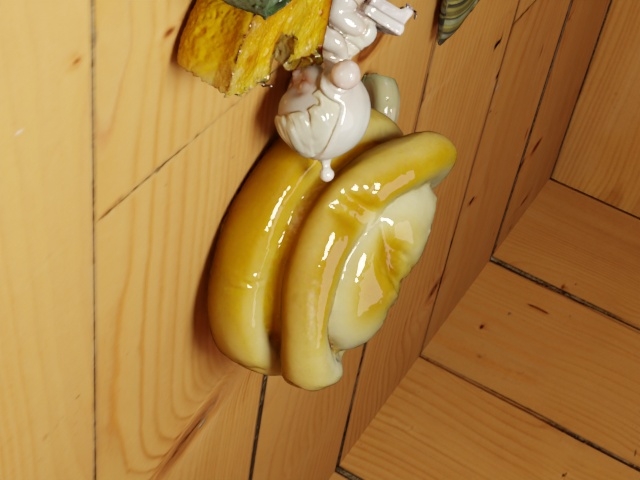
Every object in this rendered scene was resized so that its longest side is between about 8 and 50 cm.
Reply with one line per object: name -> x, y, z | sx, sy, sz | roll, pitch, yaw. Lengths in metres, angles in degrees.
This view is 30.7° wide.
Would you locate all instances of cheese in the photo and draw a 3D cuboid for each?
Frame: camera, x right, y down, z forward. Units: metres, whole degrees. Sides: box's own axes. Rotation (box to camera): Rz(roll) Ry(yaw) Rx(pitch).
cheese -> 0.082, -0.182, 1.865 | 0.048, 0.092, 0.171 | 4, 112, -27

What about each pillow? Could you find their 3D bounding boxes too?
pillow -> 0.264, -0.472, 2.030 | 0.208, 0.052, 0.212 | -55, 162, -37

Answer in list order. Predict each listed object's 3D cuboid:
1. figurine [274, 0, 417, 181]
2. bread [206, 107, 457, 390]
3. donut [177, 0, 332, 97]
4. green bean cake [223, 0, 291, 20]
figurine -> 0.016, -0.211, 1.530 | 0.144, 0.182, 0.256 | 19, 92, -47
bread -> 0.019, 0.013, 1.695 | 0.424, 0.245, 0.329 | -61, 163, -9
donut -> -0.057, -0.265, 1.321 | 0.259, 0.101, 0.152 | -31, 144, -59
green bean cake -> -0.040, -0.382, 1.156 | 0.255, 0.132, 0.241 | -56, 160, -33
